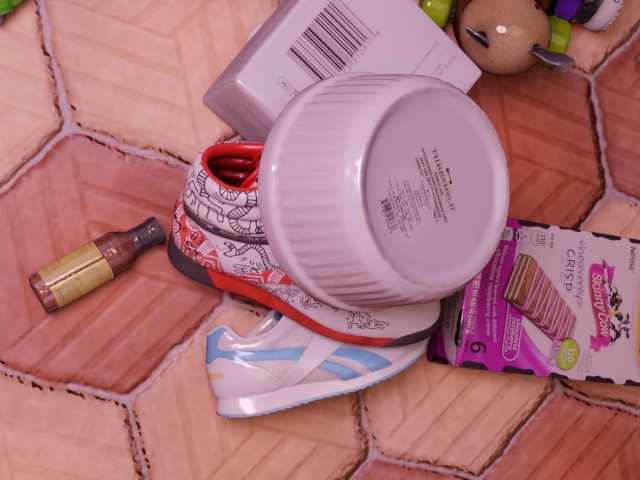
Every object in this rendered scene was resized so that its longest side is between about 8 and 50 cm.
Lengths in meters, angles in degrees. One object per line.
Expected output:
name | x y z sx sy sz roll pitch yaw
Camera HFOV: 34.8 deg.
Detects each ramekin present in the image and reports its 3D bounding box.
ramekin | 0.062 -0.041 0.846 0.207 0.109 0.207 -1 91 -37

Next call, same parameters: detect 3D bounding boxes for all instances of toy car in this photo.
toy car | 0.180 -0.218 0.969 0.155 0.188 0.149 15 120 -4

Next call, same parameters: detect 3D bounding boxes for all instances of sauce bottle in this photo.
sauce bottle | -0.202 0.020 0.933 0.128 0.042 0.042 -28 99 -18

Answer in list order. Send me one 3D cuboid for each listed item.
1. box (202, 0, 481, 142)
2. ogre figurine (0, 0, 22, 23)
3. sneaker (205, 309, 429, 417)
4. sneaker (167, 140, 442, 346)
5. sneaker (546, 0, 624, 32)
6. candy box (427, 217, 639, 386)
box | 0.019 -0.147 0.972 0.182 0.119 0.181 42 77 -16
ogre figurine | -0.297 -0.269 0.871 0.118 0.096 0.197 -59 150 -6
sneaker | 0.002 0.100 0.985 0.228 0.087 0.092 -13 92 -22
sneaker | -0.001 0.001 0.918 0.270 0.145 0.090 19 45 -2
sneaker | 0.270 -0.370 1.043 0.146 0.102 0.294 10 107 -10
candy box | 0.238 0.064 1.078 0.233 0.071 0.159 8 87 -20
